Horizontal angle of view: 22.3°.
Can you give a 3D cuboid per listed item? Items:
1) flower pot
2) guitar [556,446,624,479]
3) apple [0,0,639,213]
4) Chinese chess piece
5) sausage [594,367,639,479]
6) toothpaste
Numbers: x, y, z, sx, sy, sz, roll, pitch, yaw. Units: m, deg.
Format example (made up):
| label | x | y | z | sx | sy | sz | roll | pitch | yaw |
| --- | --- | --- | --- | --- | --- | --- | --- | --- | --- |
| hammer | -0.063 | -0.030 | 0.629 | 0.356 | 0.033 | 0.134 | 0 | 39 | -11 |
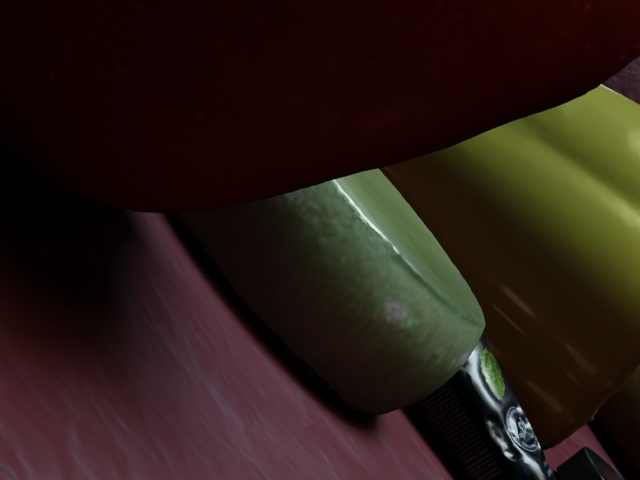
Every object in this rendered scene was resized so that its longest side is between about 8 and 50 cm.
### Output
| label | x | y | z | sx | sy | sz | roll | pitch | yaw |
| --- | --- | --- | --- | --- | --- | --- | --- | --- | --- |
| flower pot | 0.114 | -0.014 | 0.897 | 0.179 | 0.195 | 0.195 | 40 | 8 | 2 |
| guitar | 0.208 | 0.213 | 0.913 | 0.088 | 0.025 | 0.233 | 40 | 15 | -53 |
| apple | -0.012 | -0.129 | 0.446 | 0.260 | 0.260 | 0.217 | -68 | 142 | -80 |
| Chinese chess piece | 0.000 | 0.000 | 0.621 | 0.144 | 0.058 | 0.144 | 48 | 9 | -10 |
| sausage | 0.345 | 0.230 | 1.231 | 0.501 | 0.123 | 0.136 | 56 | 8 | 36 |
| toothpaste | 0.074 | 0.086 | 0.707 | 0.193 | 0.045 | 0.071 | 58 | 10 | 9 |
